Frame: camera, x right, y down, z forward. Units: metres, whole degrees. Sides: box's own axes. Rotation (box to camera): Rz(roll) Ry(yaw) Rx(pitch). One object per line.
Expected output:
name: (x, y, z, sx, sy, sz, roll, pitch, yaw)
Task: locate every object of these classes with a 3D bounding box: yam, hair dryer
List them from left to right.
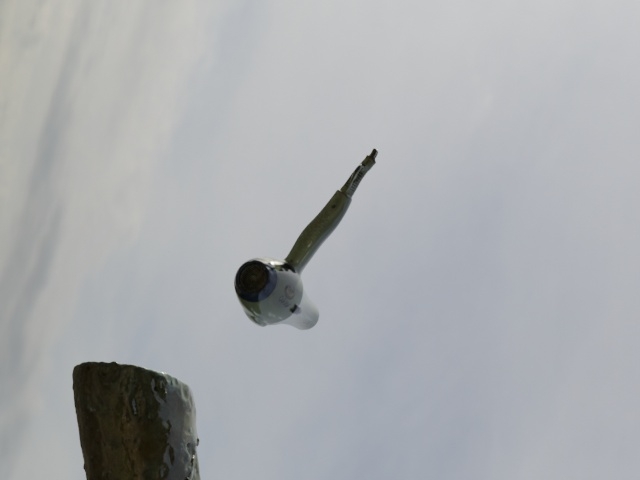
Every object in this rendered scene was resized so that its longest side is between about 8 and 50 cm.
yam: (-0.182, 0.289, 1.193, 0.133, 0.133, 0.330, 145, -62, -63)
hair dryer: (-0.003, 0.014, 1.139, 0.199, 0.067, 0.167, -48, 158, -16)
